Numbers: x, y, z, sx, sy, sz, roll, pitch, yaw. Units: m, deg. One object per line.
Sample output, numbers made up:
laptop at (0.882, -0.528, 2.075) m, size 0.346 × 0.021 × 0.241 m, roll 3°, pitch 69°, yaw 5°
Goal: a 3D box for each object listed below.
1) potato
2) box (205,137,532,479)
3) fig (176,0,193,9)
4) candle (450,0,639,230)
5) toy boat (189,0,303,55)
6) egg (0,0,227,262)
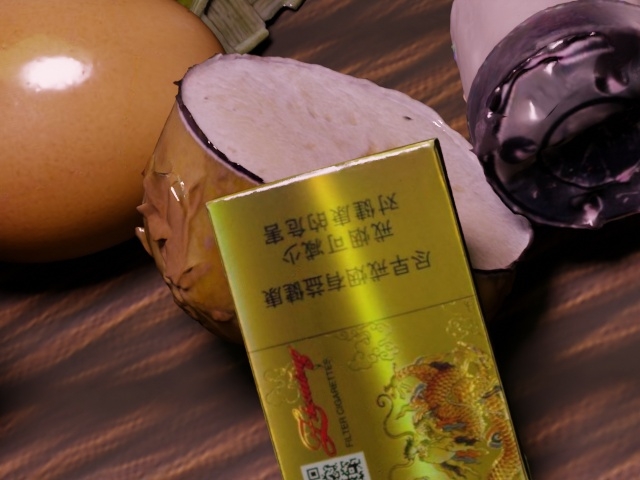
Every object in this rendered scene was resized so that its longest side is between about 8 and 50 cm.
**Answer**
potato at (0.000, 0.000, 1.477) m, size 0.299 × 0.196 × 0.246 m, roll 26°, pitch 34°, yaw 2°
box at (0.041, 0.098, 1.324) m, size 0.173 × 0.311 × 0.043 m, roll -15°, pitch 4°, yaw 10°
fig at (-0.195, -0.250, 1.801) m, size 0.235 × 0.203 × 0.203 m, roll 3°, pitch 42°, yaw -23°
candle at (0.195, -0.155, 1.502) m, size 0.187 × 0.187 × 0.330 m, roll -18°, pitch 33°, yaw 7°
toy boat at (-0.033, -0.280, 1.788) m, size 0.055 × 0.093 × 0.293 m, roll -2°, pitch 43°, yaw 53°
egg at (-0.228, -0.109, 1.606) m, size 0.322 × 0.250 × 0.250 m, roll -12°, pitch 48°, yaw 15°
